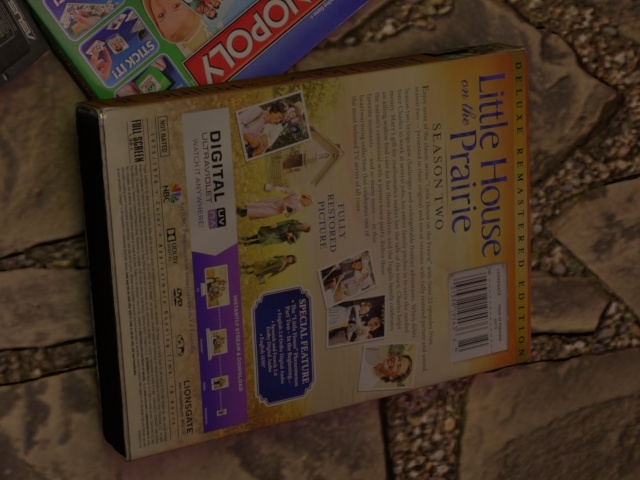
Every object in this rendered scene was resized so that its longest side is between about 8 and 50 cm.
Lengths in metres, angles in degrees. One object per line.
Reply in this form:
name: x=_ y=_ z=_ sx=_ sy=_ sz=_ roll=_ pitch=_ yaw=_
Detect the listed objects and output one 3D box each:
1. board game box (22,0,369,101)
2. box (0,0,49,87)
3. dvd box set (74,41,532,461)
board game box: x=-0.089 y=-0.236 z=1.401 sx=0.317 sy=0.046 sz=0.213 roll=-42 pitch=111 yaw=-15
box: x=-0.319 y=-0.202 z=1.226 sx=0.231 sy=0.056 sz=0.183 roll=61 pitch=29 yaw=-17
dvd box set: x=0.000 y=0.000 z=1.437 sx=0.420 sy=0.062 sz=0.307 roll=-12 pitch=109 yaw=-27
